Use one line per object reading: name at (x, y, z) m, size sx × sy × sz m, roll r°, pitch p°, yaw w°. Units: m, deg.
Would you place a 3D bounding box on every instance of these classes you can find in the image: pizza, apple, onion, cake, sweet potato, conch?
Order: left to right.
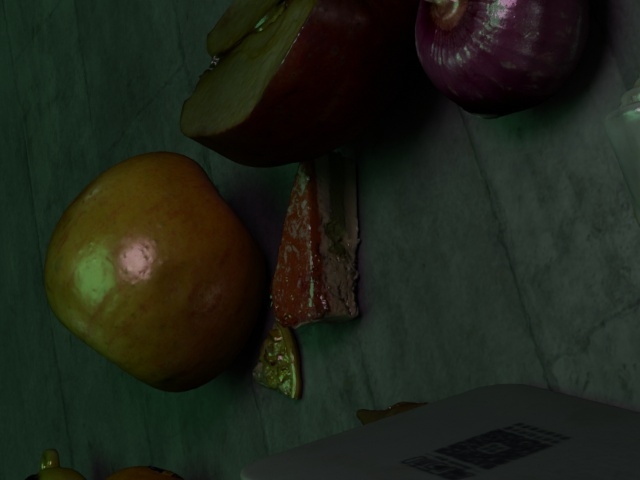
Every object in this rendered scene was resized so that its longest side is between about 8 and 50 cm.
apple at (-0.211, 0.038, 2.175) m, size 0.275 × 0.299 × 0.299 m, roll -50°, pitch 38°, yaw -5°
pizza at (-0.064, 0.167, 2.150) m, size 0.108 × 0.026 × 0.123 m, roll -42°, pitch 51°, yaw 44°
apple at (-0.018, -0.248, 1.948) m, size 0.365 × 0.328 × 0.295 m, roll -34°, pitch 79°, yaw 45°
cake at (-0.012, 0.007, 2.061) m, size 0.116 × 0.086 × 0.220 m, roll -24°, pitch 64°, yaw 47°
sweet potato at (0.103, 0.213, 1.886) m, size 0.068 × 0.060 × 0.206 m, roll -51°, pitch 25°, yaw -24°
onion at (0.194, -0.223, 1.762) m, size 0.207 × 0.200 × 0.201 m, roll -1°, pitch 81°, yaw 32°
conch at (0.335, -0.089, 1.628) m, size 0.104 × 0.094 × 0.176 m, roll -10°, pitch 101°, yaw 40°

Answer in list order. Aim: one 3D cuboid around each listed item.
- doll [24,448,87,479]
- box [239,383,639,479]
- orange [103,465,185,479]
doll at (-0.357, 0.544, 2.373) m, size 0.423 × 0.161 × 0.348 m, roll -133°, pitch 46°, yaw -53°
box at (0.156, 0.238, 1.535) m, size 0.367 × 0.373 × 0.090 m, roll 9°, pitch 110°, yaw 56°
orange at (-0.239, 0.392, 2.226) m, size 0.155 × 0.177 × 0.178 m, roll 50°, pitch -136°, yaw -81°
